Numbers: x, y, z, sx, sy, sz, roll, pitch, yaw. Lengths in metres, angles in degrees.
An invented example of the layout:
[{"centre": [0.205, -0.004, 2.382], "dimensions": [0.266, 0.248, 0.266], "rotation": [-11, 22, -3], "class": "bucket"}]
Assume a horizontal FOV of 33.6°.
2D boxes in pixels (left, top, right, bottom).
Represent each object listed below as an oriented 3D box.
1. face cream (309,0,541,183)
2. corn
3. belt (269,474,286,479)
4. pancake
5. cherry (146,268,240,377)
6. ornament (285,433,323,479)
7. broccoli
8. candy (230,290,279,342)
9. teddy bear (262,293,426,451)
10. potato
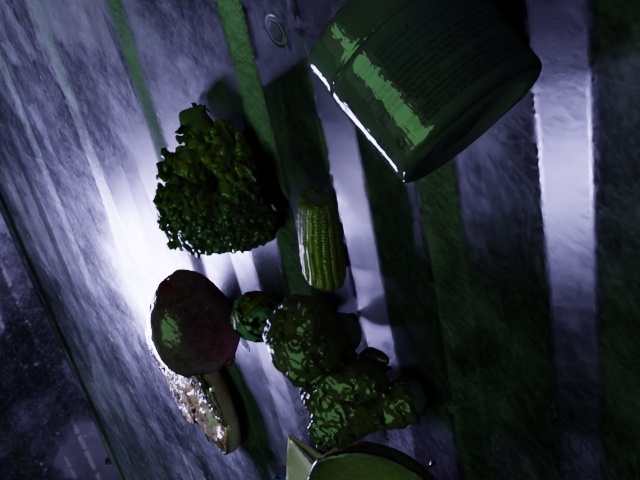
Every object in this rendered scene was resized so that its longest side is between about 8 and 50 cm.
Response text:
[{"centre": [0.101, -0.164, 1.019], "dimensions": [0.153, 0.177, 0.177], "rotation": [53, 155, 10], "class": "face cream"}, {"centre": [0.000, 0.000, 1.545], "dimensions": [0.085, 0.063, 0.165], "rotation": [-113, 12, -50], "class": "corn"}, {"centre": [-0.064, 0.654, 2.359], "dimensions": [0.206, 0.116, 0.268], "rotation": [6, 122, 55], "class": "belt"}, {"centre": [-0.301, 0.322, 2.474], "dimensions": [0.382, 0.071, 0.382], "rotation": [44, 153, 31], "class": "pancake"}, {"centre": [-0.254, 0.153, 2.072], "dimensions": [0.192, 0.175, 0.250], "rotation": [50, 155, 46], "class": "cherry"}, {"centre": [-0.017, 0.465, 2.129], "dimensions": [0.180, 0.059, 0.201], "rotation": [60, 153, -1], "class": "ornament"}, {"centre": [-0.200, -0.082, 1.679], "dimensions": [0.273, 0.180, 0.242], "rotation": [51, 156, 15], "class": "broccoli"}, {"centre": [-0.047, 0.217, 1.877], "dimensions": [0.305, 0.091, 0.083], "rotation": [52, 154, -3], "class": "candy"}, {"centre": [0.013, 0.193, 1.635], "dimensions": [0.256, 0.156, 0.267], "rotation": [62, 157, -4], "class": "teddy bear"}, {"centre": [0.118, 0.411, 1.700], "dimensions": [0.239, 0.116, 0.299], "rotation": [-12, 121, 34], "class": "potato"}]
